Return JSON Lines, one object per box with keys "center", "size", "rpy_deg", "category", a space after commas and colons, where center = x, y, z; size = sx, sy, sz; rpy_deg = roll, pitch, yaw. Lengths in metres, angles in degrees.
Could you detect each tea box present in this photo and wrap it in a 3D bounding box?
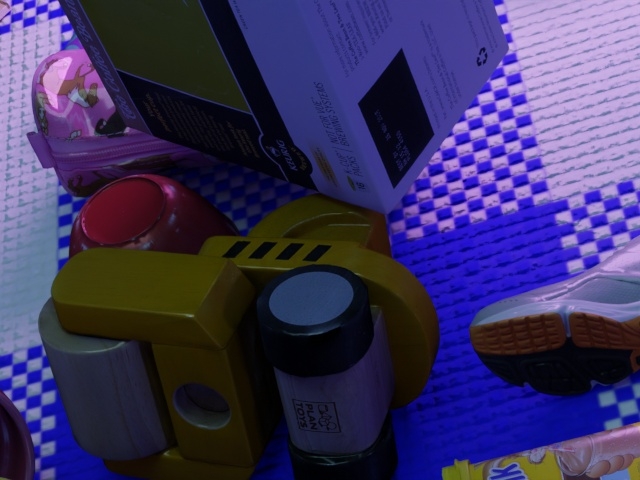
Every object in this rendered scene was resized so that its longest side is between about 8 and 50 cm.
{"center": [-0.054, -0.238, 1.731], "size": [0.323, 0.329, 0.220], "rpy_deg": [19, 61, 32], "category": "tea box"}

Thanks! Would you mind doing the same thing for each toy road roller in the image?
{"center": [-0.057, 0.075, 1.757], "size": [0.329, 0.202, 0.240], "rpy_deg": [3, 39, 19], "category": "toy road roller"}

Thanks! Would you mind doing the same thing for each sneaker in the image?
{"center": [0.258, 0.053, 1.720], "size": [0.262, 0.099, 0.121], "rpy_deg": [-8, 39, 6], "category": "sneaker"}

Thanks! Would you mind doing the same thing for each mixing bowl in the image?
{"center": [-0.175, 0.002, 1.937], "size": [0.181, 0.098, 0.181], "rpy_deg": [-13, 46, 13], "category": "mixing bowl"}

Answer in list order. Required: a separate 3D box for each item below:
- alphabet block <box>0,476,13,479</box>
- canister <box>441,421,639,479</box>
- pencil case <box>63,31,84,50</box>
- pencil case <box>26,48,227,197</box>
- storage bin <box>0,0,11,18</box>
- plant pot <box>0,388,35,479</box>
{"center": [-0.269, 0.320, 1.612], "size": [0.192, 0.197, 0.193], "rpy_deg": [9, 53, 29], "category": "alphabet block"}
{"center": [0.192, 0.219, 1.598], "size": [0.170, 0.073, 0.126], "rpy_deg": [-15, 46, 7], "category": "canister"}
{"center": [-0.240, -0.216, 2.189], "size": [0.070, 0.064, 0.152], "rpy_deg": [-14, 40, 47], "category": "pencil case"}
{"center": [-0.096, -0.142, 1.997], "size": [0.386, 0.167, 0.160], "rpy_deg": [-8, 78, 17], "category": "pencil case"}
{"center": [-0.554, -0.263, 2.327], "size": [0.262, 0.123, 0.260], "rpy_deg": [25, 64, 38], "category": "storage bin"}
{"center": [-0.380, 0.184, 1.803], "size": [0.201, 0.201, 0.180], "rpy_deg": [-37, 31, -12], "category": "plant pot"}
